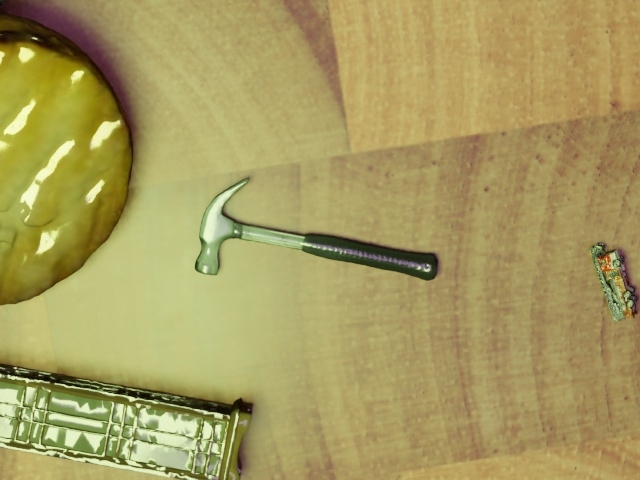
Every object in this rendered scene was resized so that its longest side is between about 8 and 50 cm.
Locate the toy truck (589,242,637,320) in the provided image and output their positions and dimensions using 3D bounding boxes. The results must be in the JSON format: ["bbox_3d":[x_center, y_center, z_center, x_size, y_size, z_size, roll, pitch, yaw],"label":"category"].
[{"bbox_3d":[0.302,0.041,1.599,0.032,0.024,0.083,-16,97,29],"label":"toy truck"}]

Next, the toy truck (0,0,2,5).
[{"bbox_3d":[-0.386,-0.276,1.490,0.363,0.176,0.178,-39,133,0],"label":"toy truck"}]

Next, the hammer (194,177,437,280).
[{"bbox_3d":[0.000,0.000,1.591,0.246,0.029,0.103,9,94,-3],"label":"hammer"}]

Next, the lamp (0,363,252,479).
[{"bbox_3d":[-0.234,0.179,1.566,0.325,0.089,0.090,11,92,-2],"label":"lamp"}]

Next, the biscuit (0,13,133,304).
[{"bbox_3d":[-0.327,-0.079,1.500,0.296,0.102,0.296,-10,119,-18],"label":"biscuit"}]
